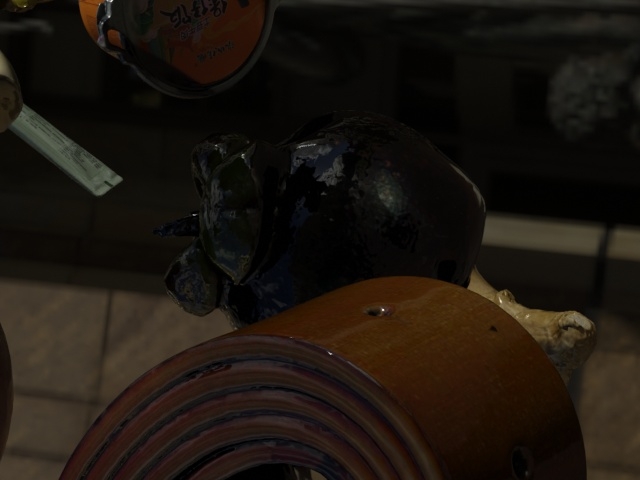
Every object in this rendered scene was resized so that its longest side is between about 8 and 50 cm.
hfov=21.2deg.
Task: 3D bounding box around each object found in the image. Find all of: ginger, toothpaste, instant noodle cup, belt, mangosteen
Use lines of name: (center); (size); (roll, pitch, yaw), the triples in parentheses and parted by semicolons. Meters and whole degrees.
ginger: (0.153, 0.061, 1.650); (0.086, 0.294, 0.131); (-13, -71, -40)
toothpaste: (-0.293, -0.111, 1.783); (0.048, 0.197, 0.029); (-44, -11, -53)
instant noodle cup: (-0.149, -0.228, 1.625); (0.208, 0.125, 0.178); (-7, -76, -37)
belt: (-0.015, 0.159, 0.860); (0.122, 0.217, 0.339); (-21, -21, -48)
mangosteen: (0.000, 0.000, 1.295); (0.243, 0.243, 0.243); (6, -90, -79)

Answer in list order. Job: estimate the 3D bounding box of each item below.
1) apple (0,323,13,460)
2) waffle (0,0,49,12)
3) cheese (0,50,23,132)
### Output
apple: (-0.421, 0.124, 1.409); (0.345, 0.344, 0.269); (80, -161, -55)
waffle: (-0.230, -0.201, 1.178); (0.312, 0.307, 0.060); (-68, -24, -69)
cheese: (-0.362, -0.151, 1.476); (0.163, 0.249, 0.071); (-17, -45, -29)
